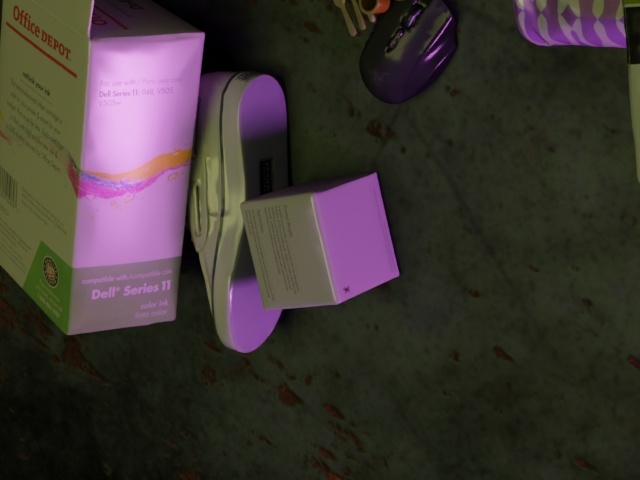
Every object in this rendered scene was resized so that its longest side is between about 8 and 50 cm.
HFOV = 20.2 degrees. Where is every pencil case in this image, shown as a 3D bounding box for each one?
[{"bbox_3d":[0.247,-0.190,1.367,0.206,0.086,0.088,3,113,34],"label":"pencil case"}]

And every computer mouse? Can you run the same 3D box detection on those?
[{"bbox_3d":[0.096,-0.214,1.496,0.071,0.041,0.242,39,122,21],"label":"computer mouse"}]

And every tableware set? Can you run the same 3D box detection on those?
[{"bbox_3d":[0.030,-0.258,1.518,0.104,0.024,0.154,-32,70,37],"label":"tableware set"}]

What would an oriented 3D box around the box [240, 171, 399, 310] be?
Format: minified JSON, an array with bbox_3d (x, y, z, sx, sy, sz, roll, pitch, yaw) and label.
[{"bbox_3d":[0.000,0.000,1.589,0.087,0.102,0.101,-7,99,38],"label":"box"}]

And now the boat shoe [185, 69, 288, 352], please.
[{"bbox_3d":[-0.081,-0.028,1.655,0.084,0.095,0.258,9,98,37],"label":"boat shoe"}]

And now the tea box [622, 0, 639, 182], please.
[{"bbox_3d":[0.352,-0.217,1.134,0.220,0.329,0.323,2,104,35],"label":"tea box"}]

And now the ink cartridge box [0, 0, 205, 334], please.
[{"bbox_3d":[-0.208,-0.118,1.649,0.207,0.119,0.353,37,126,51],"label":"ink cartridge box"}]
